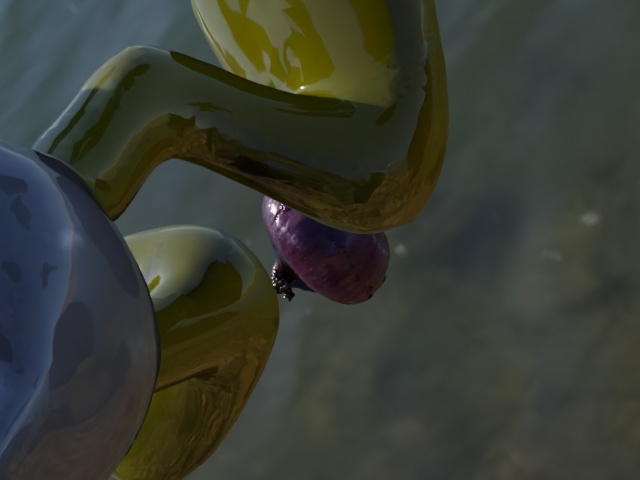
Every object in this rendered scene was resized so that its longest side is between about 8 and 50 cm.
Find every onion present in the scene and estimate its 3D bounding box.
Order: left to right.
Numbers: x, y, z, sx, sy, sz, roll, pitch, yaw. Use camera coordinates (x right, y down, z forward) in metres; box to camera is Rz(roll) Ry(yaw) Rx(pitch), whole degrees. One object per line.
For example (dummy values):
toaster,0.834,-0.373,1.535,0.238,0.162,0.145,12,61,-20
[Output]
onion,0.000,0.000,1.298,0.104,0.115,0.115,-48,31,6

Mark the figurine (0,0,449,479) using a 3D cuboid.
figurine,-0.177,-0.016,0.408,0.283,0.205,0.338,29,26,27
